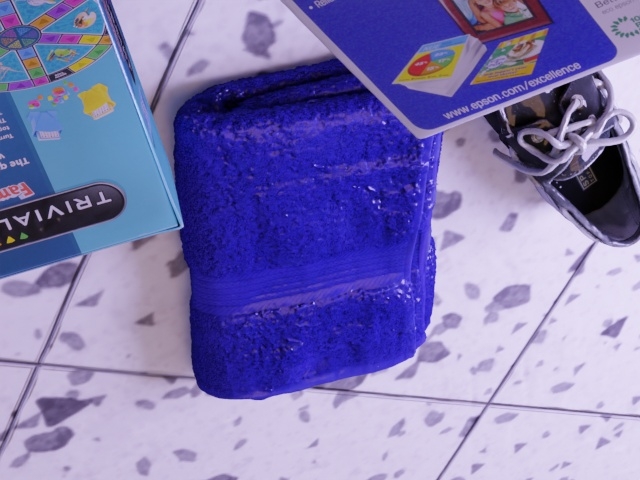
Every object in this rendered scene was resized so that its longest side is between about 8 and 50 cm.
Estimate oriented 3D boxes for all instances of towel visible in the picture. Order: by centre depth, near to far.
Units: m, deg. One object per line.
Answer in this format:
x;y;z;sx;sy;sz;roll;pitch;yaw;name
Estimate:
0.000;0.000;1.032;0.228;0.076;0.308;-16;133;-17;towel

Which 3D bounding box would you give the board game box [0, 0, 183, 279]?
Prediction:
-0.253;-0.114;0.775;0.254;0.079;0.336;-16;134;-2;board game box

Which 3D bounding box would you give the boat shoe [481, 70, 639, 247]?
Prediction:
0.193;-0.094;1.034;0.113;0.105;0.306;-34;135;1;boat shoe

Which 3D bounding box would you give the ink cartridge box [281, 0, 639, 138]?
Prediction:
0.091;-0.204;0.657;0.304;0.072;0.307;-18;135;35;ink cartridge box
